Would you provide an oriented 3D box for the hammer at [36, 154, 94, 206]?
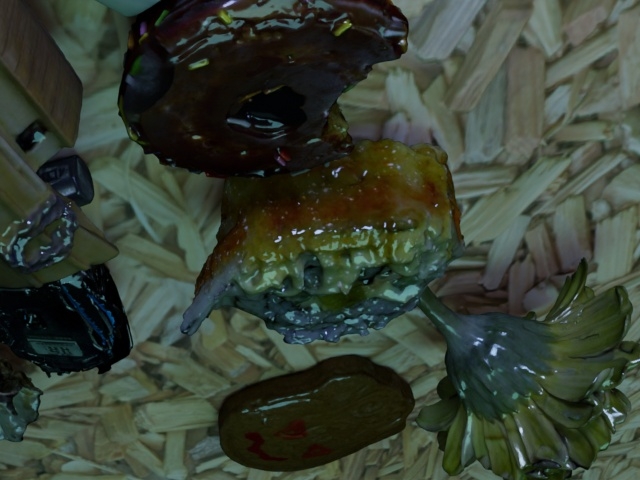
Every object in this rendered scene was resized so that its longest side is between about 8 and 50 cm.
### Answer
[{"bbox_3d":[-0.304,-0.108,1.061,0.111,0.043,0.365,-18,149,10],"label":"hammer"}]

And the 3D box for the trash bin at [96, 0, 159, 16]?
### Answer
[{"bbox_3d":[-0.141,-0.215,0.913,0.116,0.059,0.130,-28,150,27],"label":"trash bin"}]

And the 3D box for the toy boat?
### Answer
[{"bbox_3d":[-0.259,-0.103,0.965,0.162,0.136,0.445,-42,149,-10],"label":"toy boat"}]

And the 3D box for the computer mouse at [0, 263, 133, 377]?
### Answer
[{"bbox_3d":[-0.252,0.057,1.318,0.147,0.077,0.241,3,145,11],"label":"computer mouse"}]

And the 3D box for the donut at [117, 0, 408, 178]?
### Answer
[{"bbox_3d":[-0.050,-0.138,1.052,0.216,0.096,0.230,-5,150,-11],"label":"donut"}]

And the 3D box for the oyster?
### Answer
[{"bbox_3d":[-0.409,0.177,1.471,0.214,0.083,0.223,1,152,-18],"label":"oyster"}]

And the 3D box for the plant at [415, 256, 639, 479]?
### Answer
[{"bbox_3d":[0.214,0.154,1.522,0.306,0.261,0.297,-39,144,19],"label":"plant"}]

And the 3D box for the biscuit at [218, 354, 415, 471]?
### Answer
[{"bbox_3d":[-0.005,0.238,1.797,0.257,0.049,0.273,-21,152,12],"label":"biscuit"}]

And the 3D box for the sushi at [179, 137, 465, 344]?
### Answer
[{"bbox_3d":[0.000,0.000,1.276,0.274,0.139,0.184,-4,147,-11],"label":"sushi"}]
